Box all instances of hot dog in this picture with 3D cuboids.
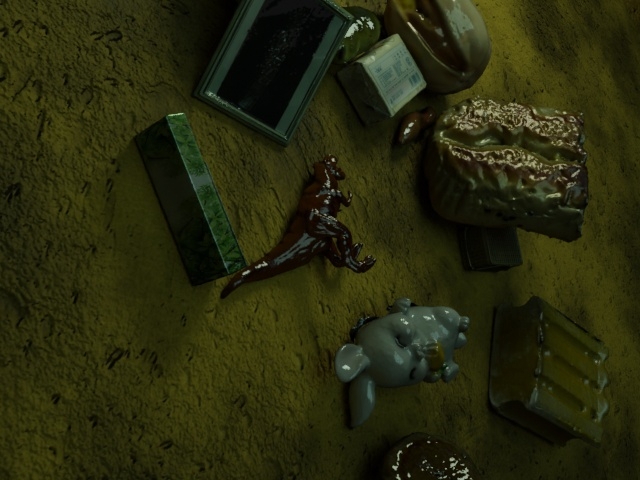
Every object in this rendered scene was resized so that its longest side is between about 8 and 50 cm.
[{"bbox_3d":[0.432,-0.182,1.679,0.366,0.196,0.367,10,60,-2],"label":"hot dog"}]

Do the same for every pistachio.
[{"bbox_3d":[0.292,-0.500,1.708,0.309,0.230,0.230,50,48,-16],"label":"pistachio"}]

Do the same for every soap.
[{"bbox_3d":[0.581,0.336,1.742,0.335,0.156,0.293,31,60,-34],"label":"soap"}]

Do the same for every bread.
[{"bbox_3d":[0.204,0.482,1.312,0.230,0.123,0.230,14,37,-11],"label":"bread"}]

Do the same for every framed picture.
[{"bbox_3d":[-0.080,-0.349,1.306,0.231,0.018,0.293,24,96,-37],"label":"framed picture"}]

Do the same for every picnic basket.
[{"bbox_3d":[0.430,0.018,1.752,0.164,0.079,0.115,2,75,-44],"label":"picnic basket"}]

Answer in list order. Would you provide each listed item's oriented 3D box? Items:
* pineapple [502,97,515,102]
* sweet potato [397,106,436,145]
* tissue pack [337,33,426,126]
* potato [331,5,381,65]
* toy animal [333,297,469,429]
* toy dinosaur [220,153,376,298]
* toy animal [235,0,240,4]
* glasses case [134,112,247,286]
[{"bbox_3d":[0.510,-0.310,1.924,0.125,0.125,0.251,52,41,-19],"label":"pineapple"},{"bbox_3d":[0.228,-0.281,1.675,0.202,0.055,0.058,-43,128,-44],"label":"sweet potato"},{"bbox_3d":[0.142,-0.369,1.593,0.148,0.092,0.196,58,44,-14],"label":"tissue pack"},{"bbox_3d":[0.059,-0.453,1.533,0.117,0.090,0.225,27,43,10],"label":"potato"},{"bbox_3d":[0.156,0.225,1.373,0.325,0.154,0.208,-31,121,-25],"label":"toy animal"},{"bbox_3d":[0.000,0.000,1.329,0.208,0.097,0.432,38,48,-12],"label":"toy dinosaur"},{"bbox_3d":[-0.067,-0.551,1.372,0.267,0.212,0.212,-29,98,-14],"label":"toy animal"},{"bbox_3d":[-0.211,-0.067,1.145,0.062,0.095,0.272,-24,94,-50],"label":"glasses case"}]
